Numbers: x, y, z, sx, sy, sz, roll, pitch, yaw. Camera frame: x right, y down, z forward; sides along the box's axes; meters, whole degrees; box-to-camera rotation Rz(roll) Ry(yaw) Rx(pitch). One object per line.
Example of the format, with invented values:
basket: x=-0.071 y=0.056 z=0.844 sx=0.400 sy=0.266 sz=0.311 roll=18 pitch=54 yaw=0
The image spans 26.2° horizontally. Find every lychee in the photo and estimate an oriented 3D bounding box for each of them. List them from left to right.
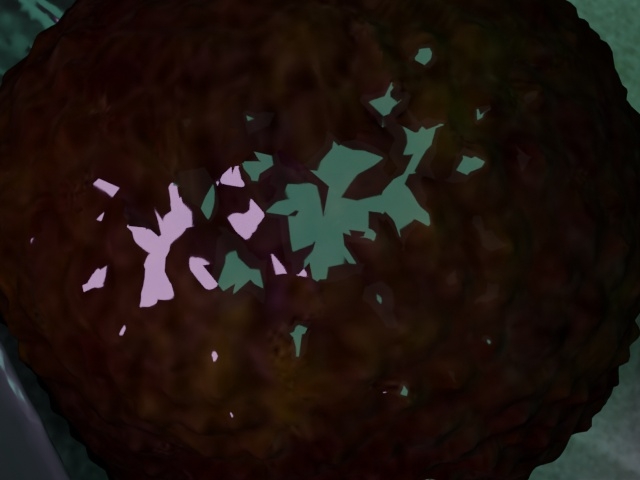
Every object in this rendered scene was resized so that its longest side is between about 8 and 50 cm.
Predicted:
lychee: x=0.000 y=0.000 z=0.533 sx=0.260 sy=0.260 sz=0.261 roll=3 pitch=78 yaw=-16

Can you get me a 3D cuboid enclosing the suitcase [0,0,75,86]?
suitcase: x=-0.212 y=-0.096 z=0.584 sx=0.206 sy=0.066 sz=0.285 roll=39 pitch=70 yaw=-6

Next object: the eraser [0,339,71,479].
eraser: x=-0.176 y=0.124 z=0.382 sx=0.359 sy=0.122 sz=0.272 roll=64 pitch=28 yaw=2
